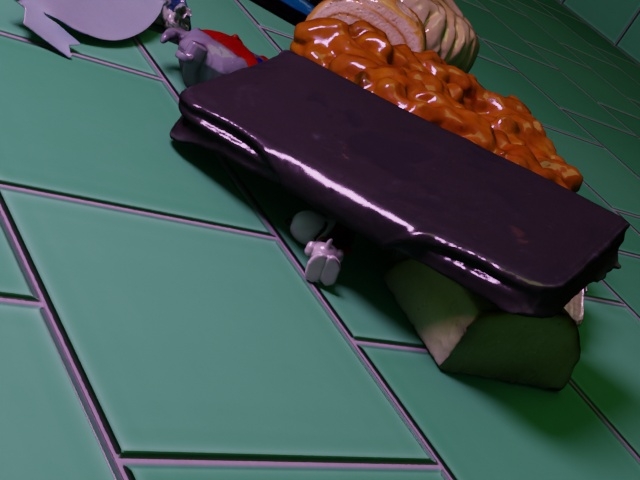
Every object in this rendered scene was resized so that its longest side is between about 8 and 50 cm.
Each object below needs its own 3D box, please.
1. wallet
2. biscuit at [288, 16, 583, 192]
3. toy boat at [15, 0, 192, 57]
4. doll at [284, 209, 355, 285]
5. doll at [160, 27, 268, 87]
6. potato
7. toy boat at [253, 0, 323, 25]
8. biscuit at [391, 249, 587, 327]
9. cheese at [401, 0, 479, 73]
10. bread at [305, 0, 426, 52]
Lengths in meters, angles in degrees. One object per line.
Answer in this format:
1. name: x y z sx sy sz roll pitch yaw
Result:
1. wallet: 0.064 -0.056 0.928 0.377 0.051 0.197 28 34 22
2. biscuit: 0.121 -0.121 1.205 0.318 0.110 0.312 21 26 -25
3. toy boat: -0.216 -0.261 1.081 0.220 0.067 0.291 50 25 -20
4. doll: 0.006 0.002 0.895 0.058 0.040 0.085 6 28 -24
5. doll: -0.092 -0.174 1.107 0.104 0.062 0.194 57 20 10
6. potato: 0.142 0.050 0.917 0.149 0.081 0.120 15 30 -36
7. toy boat: -0.063 -0.375 1.517 0.298 0.092 0.134 27 20 -10
8. biscuit: 0.160 0.002 1.032 0.199 0.040 0.121 23 54 -21
9. cheese: 0.109 -0.301 1.496 0.214 0.117 0.226 13 40 -58
10. bread: 0.057 -0.250 1.369 0.149 0.122 0.073 32 19 -3
